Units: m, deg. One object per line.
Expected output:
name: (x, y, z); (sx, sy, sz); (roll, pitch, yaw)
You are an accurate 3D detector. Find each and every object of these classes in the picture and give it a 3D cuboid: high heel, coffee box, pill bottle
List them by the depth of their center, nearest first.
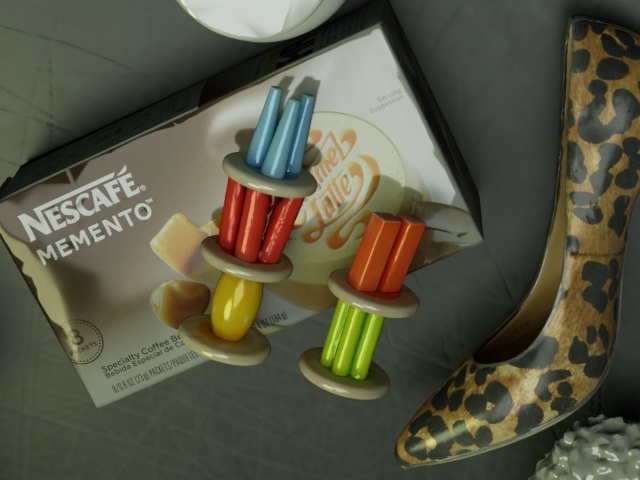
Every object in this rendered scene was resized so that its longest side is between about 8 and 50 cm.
pill bottle: (-0.029, -0.165, 0.953); (0.112, 0.187, 0.112); (1, 108, 4)
high heel: (0.114, 0.002, 1.046); (0.261, 0.093, 0.186); (-36, 106, 0)
coffee box: (-0.046, -0.023, 1.046); (0.246, 0.098, 0.141); (-23, 105, 10)

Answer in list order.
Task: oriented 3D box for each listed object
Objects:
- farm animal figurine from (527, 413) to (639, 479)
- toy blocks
farm animal figurine: (0.158, 0.317, 1.065); (0.327, 0.172, 0.330); (-42, 85, 13)
toy blocks: (0.000, 0.000, 0.971); (0.123, 0.054, 0.148); (15, 110, -3)
